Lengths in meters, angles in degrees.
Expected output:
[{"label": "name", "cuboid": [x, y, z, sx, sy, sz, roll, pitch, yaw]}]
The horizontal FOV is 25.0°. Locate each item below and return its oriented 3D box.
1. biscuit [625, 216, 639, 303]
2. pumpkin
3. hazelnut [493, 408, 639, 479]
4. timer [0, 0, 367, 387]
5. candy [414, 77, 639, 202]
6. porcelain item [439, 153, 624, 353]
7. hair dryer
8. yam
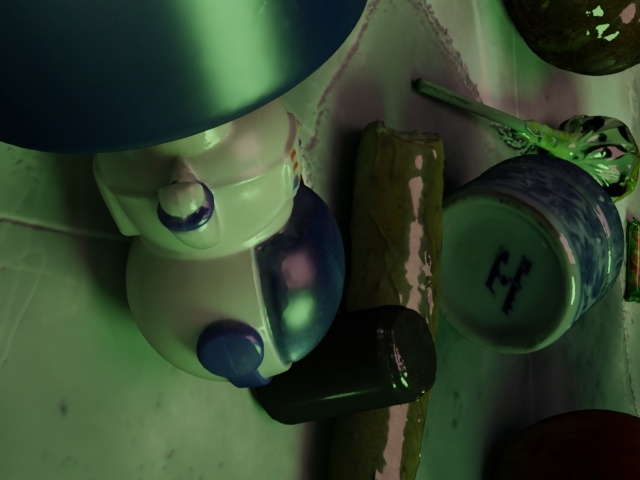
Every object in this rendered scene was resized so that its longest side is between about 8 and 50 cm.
[{"label": "biscuit", "cuboid": [0.336, 0.022, 1.521, 0.046, 0.016, 0.089, 13, 76, -52]}, {"label": "pumpkin", "cuboid": [0.266, -0.256, 1.335, 0.219, 0.162, 0.219, 16, 70, -53]}, {"label": "hazelnut", "cuboid": [0.242, 0.243, 1.259, 0.208, 0.208, 0.208, 6, 82, -53]}, {"label": "timer", "cuboid": [-0.075, -0.075, 0.827, 0.270, 0.270, 0.384, -57, 144, -39]}, {"label": "candy", "cuboid": [0.185, -0.093, 1.300, 0.305, 0.083, 0.091, 14, 92, -43]}, {"label": "porcelain item", "cuboid": [0.167, 0.008, 1.188, 0.114, 0.147, 0.147, -31, 112, -49]}, {"label": "hair dryer", "cuboid": [-0.001, 0.000, 1.011, 0.070, 0.114, 0.248, -13, 90, -62]}, {"label": "yam", "cuboid": [0.047, 0.091, 1.084, 0.083, 0.083, 0.372, 19, 72, -51]}]
